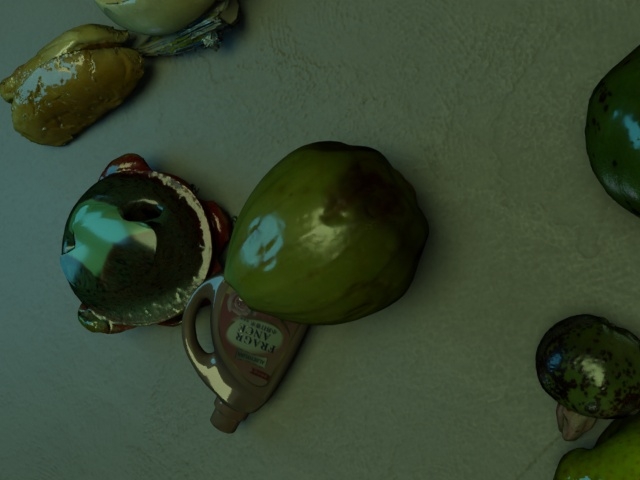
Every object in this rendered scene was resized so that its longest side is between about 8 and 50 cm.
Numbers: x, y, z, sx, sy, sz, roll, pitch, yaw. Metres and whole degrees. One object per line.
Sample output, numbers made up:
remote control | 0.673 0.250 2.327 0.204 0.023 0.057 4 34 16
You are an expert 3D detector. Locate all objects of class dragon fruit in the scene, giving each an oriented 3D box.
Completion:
dragon fruit | -0.275 0.009 1.246 0.295 0.130 0.268 16 100 22

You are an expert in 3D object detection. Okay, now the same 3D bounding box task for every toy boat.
toy boat | -0.205 -0.315 1.250 0.210 0.066 0.084 -13 45 32

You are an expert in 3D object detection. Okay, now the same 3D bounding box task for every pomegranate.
pomegranate | 0.422 -0.108 0.902 0.254 0.254 0.270 -4 113 22
pomegranate | 0.328 0.163 1.005 0.138 0.163 0.125 20 57 19

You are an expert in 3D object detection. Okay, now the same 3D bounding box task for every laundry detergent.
laundry detergent | -0.124 0.148 1.185 0.171 0.076 0.237 28 102 -2

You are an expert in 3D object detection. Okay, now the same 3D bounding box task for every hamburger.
hamburger | -0.398 -0.242 1.296 0.262 0.131 0.124 -29 79 25

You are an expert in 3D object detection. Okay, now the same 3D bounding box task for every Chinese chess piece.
Chinese chess piece | -0.226 -0.418 1.203 0.251 0.097 0.251 -16 61 31

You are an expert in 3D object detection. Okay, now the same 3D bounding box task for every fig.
fig | 0.000 0.000 1.064 0.271 0.239 0.239 -28 79 12

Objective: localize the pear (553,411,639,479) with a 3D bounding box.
pear | 0.400 0.307 0.941 0.292 0.159 0.292 -1 88 25
